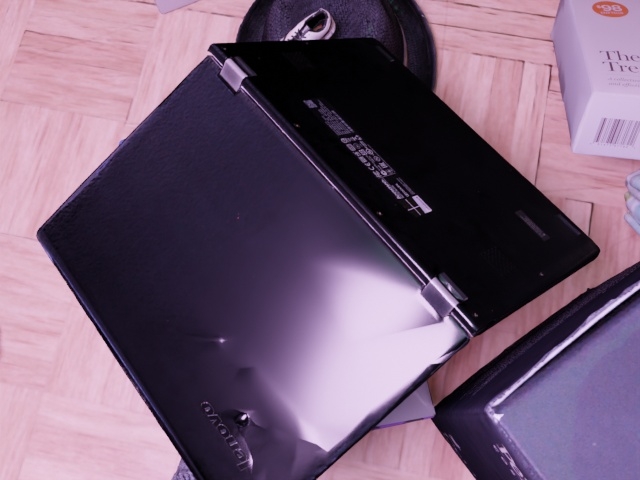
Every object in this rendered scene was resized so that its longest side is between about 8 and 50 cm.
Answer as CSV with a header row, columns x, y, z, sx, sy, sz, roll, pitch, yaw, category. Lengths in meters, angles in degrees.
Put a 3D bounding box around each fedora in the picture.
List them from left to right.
x,y,z,sx,sy,sz,roll,pitch,yaw,category
0.016,-0.275,0.944,0.334,0.152,0.334,-1,75,3,fedora

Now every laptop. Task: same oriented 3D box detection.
x,y,z,sx,sy,sz,roll,pitch,yaw,category
0.000,0.000,0.715,0.408,0.236,0.382,-20,61,-44,laptop

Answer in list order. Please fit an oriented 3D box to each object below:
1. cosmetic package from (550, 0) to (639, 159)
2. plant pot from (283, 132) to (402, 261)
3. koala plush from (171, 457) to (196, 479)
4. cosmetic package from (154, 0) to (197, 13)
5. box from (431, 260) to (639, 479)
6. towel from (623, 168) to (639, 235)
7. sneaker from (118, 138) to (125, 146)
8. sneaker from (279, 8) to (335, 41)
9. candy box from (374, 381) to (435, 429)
x,y,z,sx,sy,sz,roll,pitch,yaw,category
0.505,-0.213,0.870,0.377,0.097,0.284,6,44,5,cosmetic package
-0.057,0.040,0.816,0.291,0.203,0.290,0,62,-1,plant pot
-0.078,0.346,0.776,0.221,0.203,0.196,20,108,-3,koala plush
-0.157,-0.439,1.017,0.231,0.117,0.085,-20,74,-4,cosmetic package
0.369,0.265,0.614,0.297,0.472,0.480,-35,75,-6,box
0.565,0.007,0.746,0.321,0.090,0.374,-6,33,-10,towel
-0.224,-0.143,0.970,0.135,0.058,0.052,-25,75,-4,sneaker
-0.029,-0.246,0.840,0.109,0.044,0.040,-42,85,-1,sneaker
-0.001,0.189,0.771,0.196,0.165,0.070,-23,71,37,candy box
